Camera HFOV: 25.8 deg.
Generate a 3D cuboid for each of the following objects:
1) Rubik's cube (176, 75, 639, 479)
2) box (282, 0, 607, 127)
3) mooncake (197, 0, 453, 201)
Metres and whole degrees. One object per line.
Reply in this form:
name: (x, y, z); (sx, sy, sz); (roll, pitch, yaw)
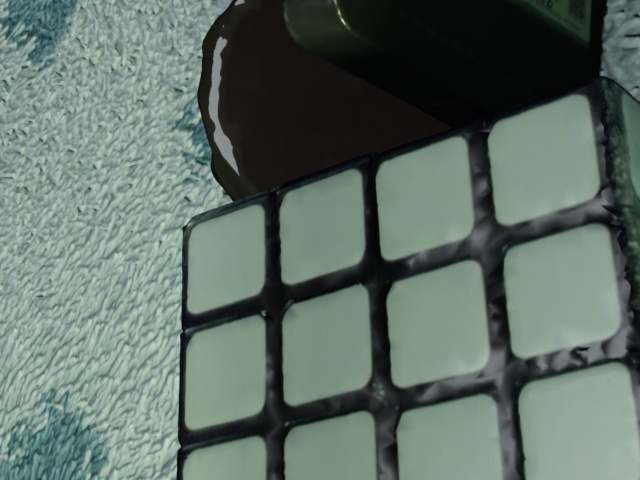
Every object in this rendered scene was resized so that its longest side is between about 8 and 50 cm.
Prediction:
Rubik's cube: (0.134, 0.143, 0.927); (0.337, 0.344, 0.344); (-18, 63, 31)
box: (0.111, -0.198, 1.088); (0.058, 0.350, 0.211); (-7, 70, 41)
mooncake: (0.029, -0.120, 1.232); (0.283, 0.141, 0.283); (0, 83, 2)
